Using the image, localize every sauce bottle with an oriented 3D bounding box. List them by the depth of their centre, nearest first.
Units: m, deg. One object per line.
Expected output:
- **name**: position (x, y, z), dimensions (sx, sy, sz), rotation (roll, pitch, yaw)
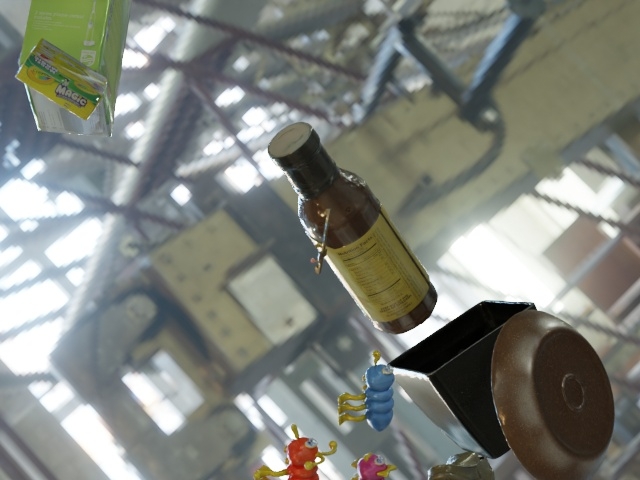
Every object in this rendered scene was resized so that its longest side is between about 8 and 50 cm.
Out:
- **sauce bottle**: position (0.042, -0.018, 1.944), dimensions (0.111, 0.344, 0.111), rotation (-24, 33, 17)

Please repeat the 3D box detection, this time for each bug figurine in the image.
- **bug figurine**: position (0.026, 0.269, 1.674), dimensions (0.279, 0.072, 0.216), rotation (-37, -48, -52)

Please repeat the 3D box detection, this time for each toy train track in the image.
- **toy train track**: position (0.000, 0.000, 1.782), dimensions (0.048, 0.014, 0.083), rotation (-31, -48, -77)

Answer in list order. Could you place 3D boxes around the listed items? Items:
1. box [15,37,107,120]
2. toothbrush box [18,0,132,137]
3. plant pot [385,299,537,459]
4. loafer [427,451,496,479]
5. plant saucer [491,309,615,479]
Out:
- **box**: position (-0.325, -0.203, 1.789), dimensions (0.043, 0.105, 0.179), rotation (-56, 12, 7)
- **toothbrush box**: position (-0.364, -0.330, 2.149), dimensions (0.206, 0.122, 0.283), rotation (96, 180, -67)
- **plant pot**: position (0.236, 0.204, 2.021), dimensions (0.188, 0.167, 0.187), rotation (-33, 9, -15)
- **loafer**: position (0.176, 0.295, 1.795), dimensions (0.056, 0.050, 0.148), rotation (-21, -22, 24)
- **plant saucer**: position (0.259, 0.166, 1.514), dimensions (0.036, 0.199, 0.198), rotation (-21, 9, 42)
